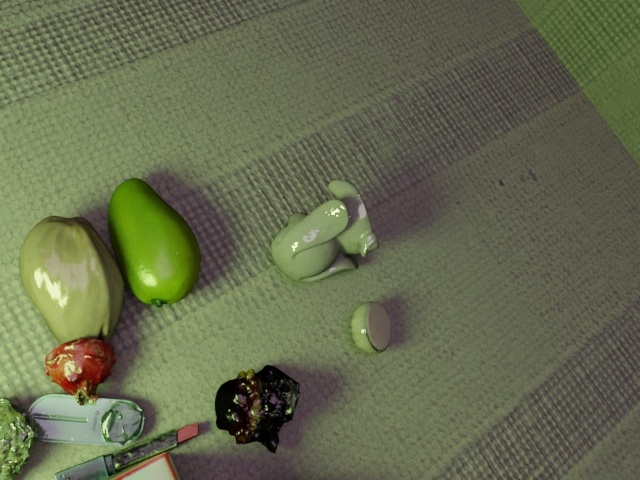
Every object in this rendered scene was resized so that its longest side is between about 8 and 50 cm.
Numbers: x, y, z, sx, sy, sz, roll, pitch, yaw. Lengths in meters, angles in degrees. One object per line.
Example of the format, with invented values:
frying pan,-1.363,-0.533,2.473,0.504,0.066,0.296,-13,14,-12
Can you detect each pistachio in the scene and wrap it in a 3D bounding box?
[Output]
pistachio,-0.562,0.102,1.246,0.226,0.207,0.332,-19,92,22

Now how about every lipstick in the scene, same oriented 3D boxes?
lipstick,-0.421,0.483,1.229,0.312,0.051,0.051,-15,75,-23

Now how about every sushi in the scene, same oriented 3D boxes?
sushi,-0.165,0.387,1.282,0.150,0.153,0.172,19,86,-31

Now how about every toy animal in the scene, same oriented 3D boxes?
toy animal,0.000,0.000,1.433,0.264,0.272,0.206,-22,53,-9

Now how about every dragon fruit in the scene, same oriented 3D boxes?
dragon fruit,-0.516,0.293,1.196,0.153,0.153,0.111,-15,52,-21

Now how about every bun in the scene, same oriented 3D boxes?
bun,0.120,0.232,1.454,0.138,0.094,0.138,20,64,-50

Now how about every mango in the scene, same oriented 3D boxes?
mango,-0.412,-0.006,1.345,0.192,0.156,0.343,-20,76,-24

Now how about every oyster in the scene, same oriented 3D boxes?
oyster,-0.720,0.441,1.118,0.267,0.112,0.198,-40,79,-13

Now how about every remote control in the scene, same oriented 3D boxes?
remote control,-0.521,0.401,1.226,0.247,0.052,0.104,11,70,-13

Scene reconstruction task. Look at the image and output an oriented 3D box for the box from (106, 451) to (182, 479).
box,-0.380,0.622,1.054,0.314,0.300,0.312,-23,79,-21
